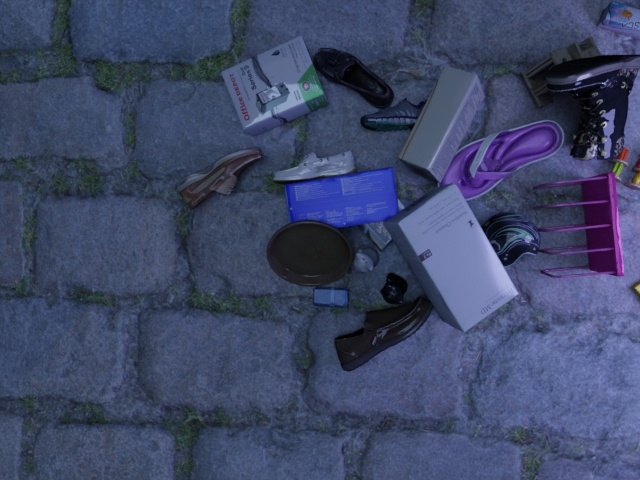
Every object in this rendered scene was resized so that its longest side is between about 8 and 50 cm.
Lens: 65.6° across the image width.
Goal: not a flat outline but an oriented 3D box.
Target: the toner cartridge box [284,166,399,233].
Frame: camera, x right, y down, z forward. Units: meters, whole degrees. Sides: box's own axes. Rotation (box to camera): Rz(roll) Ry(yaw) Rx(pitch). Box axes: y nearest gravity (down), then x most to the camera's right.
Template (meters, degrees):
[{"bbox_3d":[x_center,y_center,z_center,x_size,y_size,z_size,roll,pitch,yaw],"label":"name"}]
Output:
[{"bbox_3d":[0.070,-0.124,1.586,0.348,0.075,0.165,-8,91,9],"label":"toner cartridge box"}]

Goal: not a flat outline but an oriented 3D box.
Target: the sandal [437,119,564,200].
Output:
[{"bbox_3d":[0.554,-0.263,1.550,0.416,0.102,0.169,-29,86,9],"label":"sandal"}]

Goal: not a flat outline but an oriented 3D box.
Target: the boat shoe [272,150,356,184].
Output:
[{"bbox_3d":[-0.024,-0.243,1.634,0.277,0.098,0.096,-9,90,-1],"label":"boat shoe"}]

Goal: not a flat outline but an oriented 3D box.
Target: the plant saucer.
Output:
[{"bbox_3d":[-0.034,0.039,1.601,0.278,0.041,0.278,1,129,2],"label":"plant saucer"}]

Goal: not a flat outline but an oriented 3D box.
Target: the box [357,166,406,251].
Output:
[{"bbox_3d":[0.180,-0.102,1.633,0.159,0.044,0.233,-43,86,8],"label":"box"}]

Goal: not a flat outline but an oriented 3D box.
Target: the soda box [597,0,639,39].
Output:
[{"bbox_3d":[0.951,-0.660,1.508,0.183,0.063,0.058,21,93,6],"label":"soda box"}]

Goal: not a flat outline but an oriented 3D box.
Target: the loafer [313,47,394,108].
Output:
[{"bbox_3d":[0.108,-0.540,1.604,0.302,0.095,0.109,35,95,5],"label":"loafer"}]

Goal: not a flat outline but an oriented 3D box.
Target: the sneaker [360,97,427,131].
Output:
[{"bbox_3d":[0.239,-0.411,1.609,0.224,0.083,0.098,0,81,-3],"label":"sneaker"}]

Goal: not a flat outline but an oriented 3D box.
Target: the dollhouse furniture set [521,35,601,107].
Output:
[{"bbox_3d":[0.752,-0.515,1.527,0.184,0.129,0.129,-25,89,-22],"label":"dollhouse furniture set"}]

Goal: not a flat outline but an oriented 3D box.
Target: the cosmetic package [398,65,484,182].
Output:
[{"bbox_3d":[0.376,-0.351,1.531,0.113,0.160,0.309,28,93,28],"label":"cosmetic package"}]

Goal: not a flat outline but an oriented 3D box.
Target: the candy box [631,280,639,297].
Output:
[{"bbox_3d":[1.084,0.126,1.531,0.206,0.027,0.105,-38,83,7],"label":"candy box"}]

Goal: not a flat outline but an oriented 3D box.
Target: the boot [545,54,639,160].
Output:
[{"bbox_3d":[0.767,-0.368,1.407,0.377,0.138,0.284,-22,119,-33],"label":"boot"}]

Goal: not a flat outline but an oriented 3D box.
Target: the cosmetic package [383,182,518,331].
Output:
[{"bbox_3d":[0.385,0.050,1.480,0.217,0.156,0.385,-35,96,-7],"label":"cosmetic package"}]

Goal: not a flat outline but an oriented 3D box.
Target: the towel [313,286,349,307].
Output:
[{"bbox_3d":[0.036,0.191,1.668,0.119,0.029,0.067,3,92,7],"label":"towel"}]

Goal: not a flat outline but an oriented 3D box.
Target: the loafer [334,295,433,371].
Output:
[{"bbox_3d":[0.193,0.279,1.597,0.366,0.134,0.130,-35,87,7],"label":"loafer"}]

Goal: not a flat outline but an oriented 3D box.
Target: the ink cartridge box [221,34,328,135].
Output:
[{"bbox_3d":[-0.147,-0.498,1.626,0.289,0.121,0.211,-22,88,8],"label":"ink cartridge box"}]

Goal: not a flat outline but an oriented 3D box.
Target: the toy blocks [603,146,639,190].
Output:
[{"bbox_3d":[0.960,-0.244,1.523,0.123,0.054,0.148,25,95,6],"label":"toy blocks"}]

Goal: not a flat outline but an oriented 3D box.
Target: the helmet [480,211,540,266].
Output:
[{"bbox_3d":[0.583,-0.008,1.528,0.161,0.169,0.169,-35,87,16],"label":"helmet"}]

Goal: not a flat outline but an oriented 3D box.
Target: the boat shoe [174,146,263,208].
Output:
[{"bbox_3d":[-0.327,-0.209,1.668,0.324,0.123,0.116,-26,95,14],"label":"boat shoe"}]

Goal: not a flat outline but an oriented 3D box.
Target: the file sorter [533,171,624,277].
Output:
[{"bbox_3d":[0.754,-0.039,1.483,0.182,0.202,0.290,-6,91,9],"label":"file sorter"}]

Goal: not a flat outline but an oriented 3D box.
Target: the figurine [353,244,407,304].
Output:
[{"bbox_3d":[0.182,0.109,1.556,0.092,0.209,0.215,-44,86,6],"label":"figurine"}]
